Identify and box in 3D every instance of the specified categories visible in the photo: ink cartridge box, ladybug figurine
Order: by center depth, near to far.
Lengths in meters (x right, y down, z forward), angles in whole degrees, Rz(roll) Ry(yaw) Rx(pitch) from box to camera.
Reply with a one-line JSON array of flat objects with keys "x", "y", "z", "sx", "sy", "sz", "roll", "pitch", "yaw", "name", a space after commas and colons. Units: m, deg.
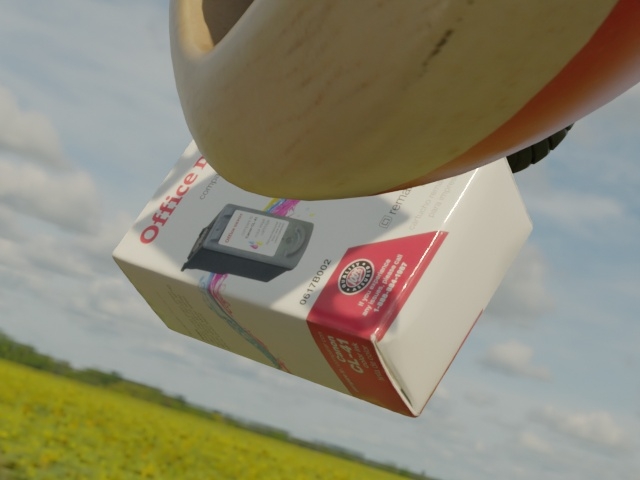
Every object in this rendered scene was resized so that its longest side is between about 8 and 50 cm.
[{"x": 0.064, "y": -0.160, "z": 0.502, "sx": 0.161, "sy": 0.305, "sz": 0.449, "roll": 12, "pitch": -11, "yaw": -17, "name": "ladybug figurine"}, {"x": 0.000, "y": 0.000, "z": 1.210, "sx": 0.306, "sy": 0.226, "sz": 0.131, "roll": 16, "pitch": -28, "yaw": 34, "name": "ink cartridge box"}]

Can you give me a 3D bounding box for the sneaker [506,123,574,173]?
[{"x": 0.143, "y": -0.135, "z": 1.566, "sx": 0.340, "sy": 0.140, "sz": 0.125, "roll": -21, "pitch": -47, "yaw": 32, "name": "sneaker"}]
